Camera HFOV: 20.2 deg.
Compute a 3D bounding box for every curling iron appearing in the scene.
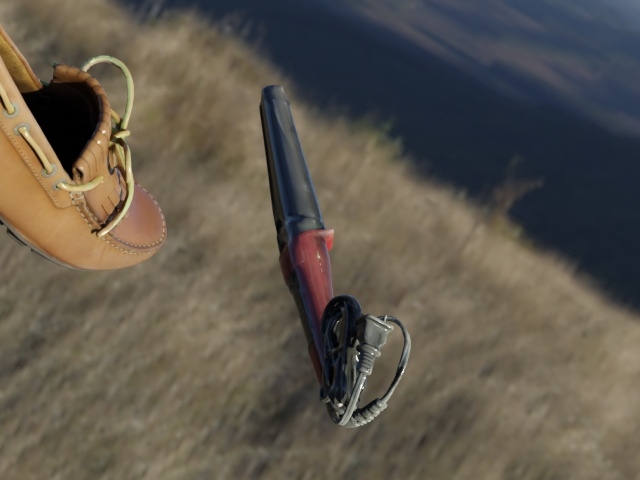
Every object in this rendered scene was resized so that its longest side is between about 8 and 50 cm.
[{"bbox_3d":[0.000,0.000,1.040,0.035,0.068,0.274,21,32,-29],"label":"curling iron"}]

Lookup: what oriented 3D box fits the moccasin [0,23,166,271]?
[{"bbox_3d":[-0.225,-0.088,1.509,0.380,0.147,0.139,49,15,-51],"label":"moccasin"}]
